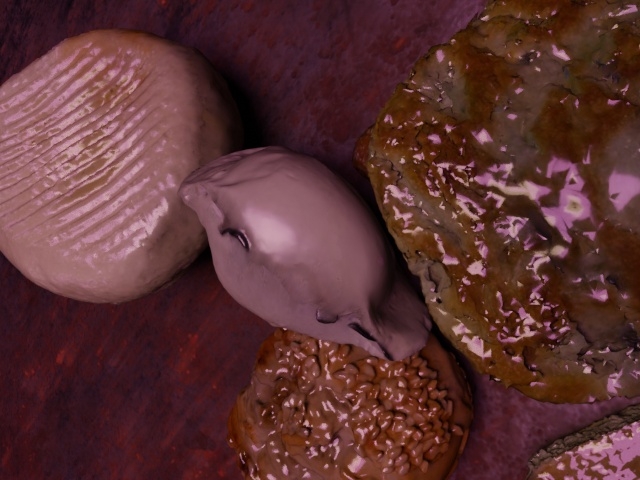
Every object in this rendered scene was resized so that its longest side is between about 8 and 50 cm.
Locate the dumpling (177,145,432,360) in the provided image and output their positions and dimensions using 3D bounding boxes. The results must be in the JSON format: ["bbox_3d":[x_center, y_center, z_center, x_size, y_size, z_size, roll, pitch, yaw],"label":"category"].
[{"bbox_3d":[-0.005,0.002,0.563,0.175,0.227,0.243,-18,102,29],"label":"dumpling"}]

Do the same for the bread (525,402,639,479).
[{"bbox_3d":[0.342,0.240,0.476,0.287,0.056,0.207,-35,73,27],"label":"bread"}]

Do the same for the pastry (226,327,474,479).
[{"bbox_3d":[0.018,0.212,0.603,0.255,0.162,0.310,36,112,21],"label":"pastry"}]

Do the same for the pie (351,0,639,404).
[{"bbox_3d":[0.256,-0.074,0.437,0.418,0.180,0.395,-38,75,22],"label":"pie"}]

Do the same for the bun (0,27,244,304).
[{"bbox_3d":[-0.253,-0.086,0.703,0.365,0.219,0.365,-4,77,18],"label":"bun"}]
